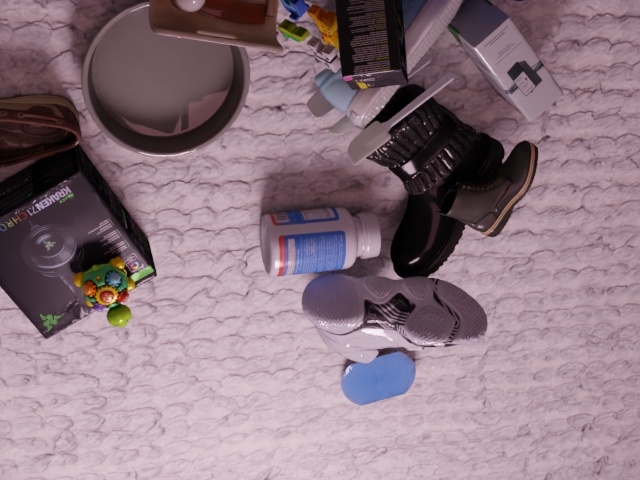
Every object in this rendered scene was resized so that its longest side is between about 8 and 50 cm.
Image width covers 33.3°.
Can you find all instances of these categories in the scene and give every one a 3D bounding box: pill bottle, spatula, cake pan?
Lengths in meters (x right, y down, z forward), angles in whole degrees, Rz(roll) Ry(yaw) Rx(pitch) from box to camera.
[{"bbox_3d":[0.000,0.000,2.083,0.221,0.124,0.124,-5,121,-14],"label":"pill bottle"},{"bbox_3d":[0.109,-0.271,1.954,0.242,0.168,0.019,-39,154,3],"label":"spatula"},{"bbox_3d":[-0.271,-0.288,1.870,0.293,0.054,0.293,-8,122,-13],"label":"cake pan"}]

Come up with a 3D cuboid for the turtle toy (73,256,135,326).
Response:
[{"bbox_3d":[-0.375,0.095,1.898,0.095,0.066,0.130,-23,125,-2],"label":"turtle toy"}]

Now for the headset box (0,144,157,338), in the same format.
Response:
[{"bbox_3d":[-0.467,0.008,1.937,0.246,0.131,0.283,-29,125,1],"label":"headset box"}]

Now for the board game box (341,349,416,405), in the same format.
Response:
[{"bbox_3d":[0.125,0.295,2.353,0.168,0.033,0.133,-15,128,-3],"label":"board game box"}]

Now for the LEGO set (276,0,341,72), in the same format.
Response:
[{"bbox_3d":[-0.019,-0.356,1.841,0.087,0.227,0.093,-48,142,-10],"label":"LEGO set"}]

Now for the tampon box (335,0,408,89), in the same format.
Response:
[{"bbox_3d":[0.085,-0.343,1.780,0.101,0.120,0.161,-5,86,10],"label":"tampon box"}]

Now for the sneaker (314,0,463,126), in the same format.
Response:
[{"bbox_3d":[0.127,-0.385,1.896,0.150,0.135,0.366,38,84,8],"label":"sneaker"}]

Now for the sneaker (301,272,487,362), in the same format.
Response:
[{"bbox_3d":[0.147,0.163,2.156,0.365,0.137,0.210,7,158,5],"label":"sneaker"}]

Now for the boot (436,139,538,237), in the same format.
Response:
[{"bbox_3d":[0.317,-0.111,2.023,0.137,0.077,0.198,18,101,-29],"label":"boot"}]

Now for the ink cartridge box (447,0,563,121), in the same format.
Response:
[{"bbox_3d":[0.338,-0.337,1.974,0.087,0.153,0.208,-40,124,7],"label":"ink cartridge box"}]

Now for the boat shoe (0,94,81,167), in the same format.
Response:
[{"bbox_3d":[-0.572,-0.170,1.796,0.341,0.123,0.123,-6,122,-18],"label":"boat shoe"}]

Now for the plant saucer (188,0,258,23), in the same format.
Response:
[{"bbox_3d":[-0.175,-0.438,1.781,0.199,0.037,0.200,-3,99,-21],"label":"plant saucer"}]

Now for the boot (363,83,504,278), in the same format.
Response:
[{"bbox_3d":[0.171,-0.108,2.065,0.260,0.131,0.348,23,100,-35],"label":"boot"}]

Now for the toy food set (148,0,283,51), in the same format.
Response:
[{"bbox_3d":[-0.149,-0.469,1.715,0.219,0.092,0.306,4,97,-22],"label":"toy food set"}]
